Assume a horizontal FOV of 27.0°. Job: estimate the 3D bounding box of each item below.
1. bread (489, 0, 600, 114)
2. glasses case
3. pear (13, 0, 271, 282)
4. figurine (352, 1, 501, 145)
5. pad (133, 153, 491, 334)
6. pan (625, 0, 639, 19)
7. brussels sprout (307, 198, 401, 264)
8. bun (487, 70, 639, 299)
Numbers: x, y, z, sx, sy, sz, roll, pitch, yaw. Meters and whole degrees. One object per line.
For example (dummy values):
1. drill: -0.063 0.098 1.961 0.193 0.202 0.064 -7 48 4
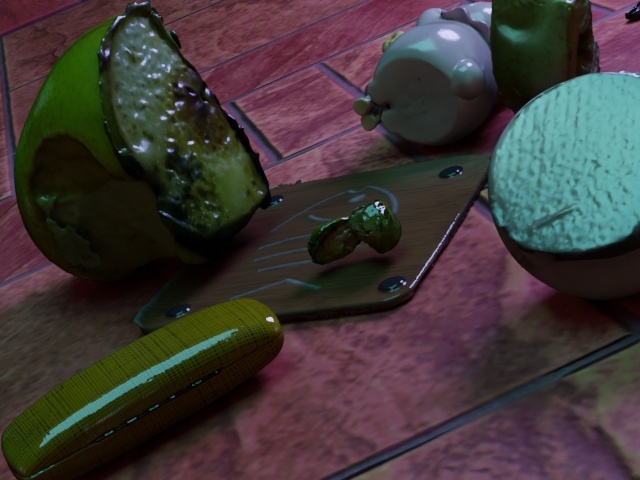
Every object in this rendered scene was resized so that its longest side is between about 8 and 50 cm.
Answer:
1. bread: 0.212 -0.177 1.302 0.103 0.156 0.110 1 50 34
2. glasses case: -0.137 0.116 1.038 0.234 0.064 0.079 -29 24 -16
3. pear: -0.217 -0.077 1.312 0.255 0.238 0.164 -14 29 40
4. figurine: 0.151 -0.195 1.431 0.155 0.127 0.235 -30 9 44
5. pad: 0.000 0.000 1.254 0.286 0.018 0.284 -7 25 29
6. pan: 0.413 -0.318 1.577 0.115 0.040 0.212 -4 27 49
7. brussels sprout: 0.030 -0.008 1.157 0.083 0.046 0.051 -11 17 24
8. bun: 0.214 -0.034 0.984 0.173 0.120 0.173 -14 58 23
